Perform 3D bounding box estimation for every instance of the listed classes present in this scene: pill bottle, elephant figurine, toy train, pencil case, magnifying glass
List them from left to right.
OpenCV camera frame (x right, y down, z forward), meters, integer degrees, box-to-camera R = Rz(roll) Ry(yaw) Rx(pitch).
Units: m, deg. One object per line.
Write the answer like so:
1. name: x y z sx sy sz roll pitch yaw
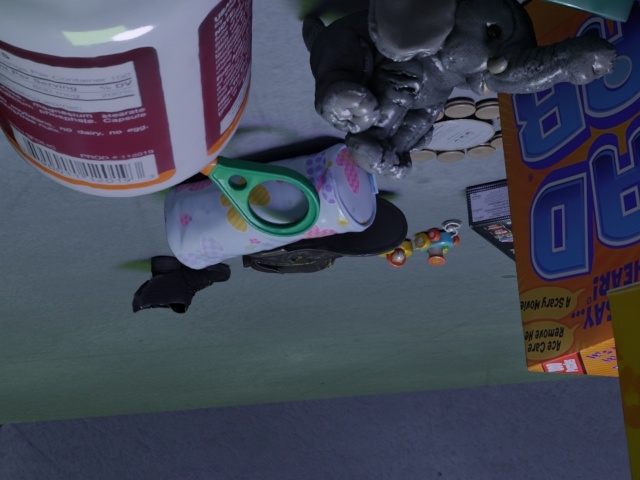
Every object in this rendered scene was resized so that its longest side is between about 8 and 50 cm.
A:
1. pill bottle: -0.158 -0.196 0.892 0.224 0.224 0.392 -2 162 -5
2. magnifying glass: -0.104 -0.076 1.467 0.231 0.026 0.092 28 127 -18
3. pencil case: -0.065 -0.041 1.595 0.273 0.113 0.124 -13 166 28
4. toy train: 0.132 0.009 1.907 0.166 0.046 0.125 -4 163 3
5. elephant figurine: 0.115 -0.177 1.134 0.239 0.169 0.186 -37 104 22

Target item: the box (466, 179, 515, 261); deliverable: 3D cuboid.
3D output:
1. box: 0.366 -0.043 1.764 0.270 0.060 0.216 -11 161 23

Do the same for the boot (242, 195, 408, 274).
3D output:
1. boot: 0.000 0.000 1.817 0.263 0.091 0.229 -2 168 7

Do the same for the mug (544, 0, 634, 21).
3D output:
1. mug: 0.187 -0.242 1.012 0.129 0.097 0.158 3 -162 -43

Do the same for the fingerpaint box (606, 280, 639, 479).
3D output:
1. fingerpaint box: 0.417 0.230 0.930 0.445 0.371 0.163 14 155 -41

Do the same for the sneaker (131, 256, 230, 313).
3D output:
1. sneaker: -0.215 0.076 1.978 0.170 0.089 0.051 10 158 -37

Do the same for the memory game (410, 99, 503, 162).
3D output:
1. memory game: 0.161 -0.131 1.520 0.186 0.012 0.186 -3 163 -1

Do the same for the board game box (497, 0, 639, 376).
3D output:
1. board game box: 0.417 -0.080 1.154 0.356 0.356 0.356 7 160 -28
